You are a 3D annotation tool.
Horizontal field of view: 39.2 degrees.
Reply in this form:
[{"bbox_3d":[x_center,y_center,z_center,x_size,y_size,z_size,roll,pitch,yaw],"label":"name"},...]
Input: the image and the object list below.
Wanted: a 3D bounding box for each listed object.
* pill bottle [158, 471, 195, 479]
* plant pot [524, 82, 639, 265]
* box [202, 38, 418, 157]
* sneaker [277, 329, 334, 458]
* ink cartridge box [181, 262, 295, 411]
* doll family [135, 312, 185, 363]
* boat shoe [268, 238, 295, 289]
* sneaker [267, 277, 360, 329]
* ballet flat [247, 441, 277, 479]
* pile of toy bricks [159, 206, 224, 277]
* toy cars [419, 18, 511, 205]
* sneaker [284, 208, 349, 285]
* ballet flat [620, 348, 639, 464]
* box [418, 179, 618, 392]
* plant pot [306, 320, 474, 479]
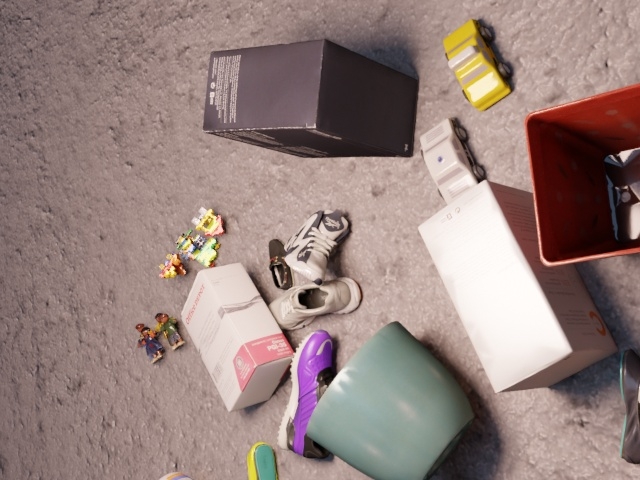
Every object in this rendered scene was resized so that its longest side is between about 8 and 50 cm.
[{"bbox_3d":[-0.280,0.670,2.141,0.272,0.152,0.152,15,95,39],"label":"pill bottle"},{"bbox_3d":[0.533,-0.099,1.524,0.267,0.236,0.267,-12,78,38],"label":"plant pot"},{"bbox_3d":[-0.016,-0.288,1.911,0.313,0.343,0.178,5,88,38],"label":"box"},{"bbox_3d":[0.008,0.348,1.990,0.146,0.102,0.293,17,101,34],"label":"sneaker"},{"bbox_3d":[-0.200,0.223,2.108,0.283,0.117,0.207,58,141,27],"label":"ink cartridge box"},{"bbox_3d":[-0.426,0.247,2.348,0.193,0.076,0.111,-33,86,26],"label":"doll family"},{"bbox_3d":[-0.099,0.055,2.133,0.049,0.042,0.133,-31,66,34],"label":"boat shoe"},{"bbox_3d":[-0.044,0.138,2.030,0.262,0.121,0.099,-22,73,36],"label":"sneaker"},{"bbox_3d":[-0.133,0.588,2.095,0.077,0.077,0.231,-31,63,55],"label":"ballet flat"},{"bbox_3d":[-0.307,0.027,2.276,0.105,0.118,0.212,36,92,6],"label":"pile of toy bricks"},{"bbox_3d":[0.282,-0.263,1.834,0.176,0.087,0.393,16,96,39],"label":"toy cars"},{"bbox_3d":[0.000,0.000,1.985,0.094,0.235,0.153,35,98,-10],"label":"sneaker"},{"bbox_3d":[0.564,0.292,1.567,0.074,0.074,0.203,1,92,38],"label":"ballet flat"},{"bbox_3d":[0.362,0.086,1.655,0.168,0.215,0.345,-36,64,30],"label":"box"},{"bbox_3d":[0.154,0.344,1.758,0.235,0.293,0.293,38,109,19],"label":"plant pot"}]
